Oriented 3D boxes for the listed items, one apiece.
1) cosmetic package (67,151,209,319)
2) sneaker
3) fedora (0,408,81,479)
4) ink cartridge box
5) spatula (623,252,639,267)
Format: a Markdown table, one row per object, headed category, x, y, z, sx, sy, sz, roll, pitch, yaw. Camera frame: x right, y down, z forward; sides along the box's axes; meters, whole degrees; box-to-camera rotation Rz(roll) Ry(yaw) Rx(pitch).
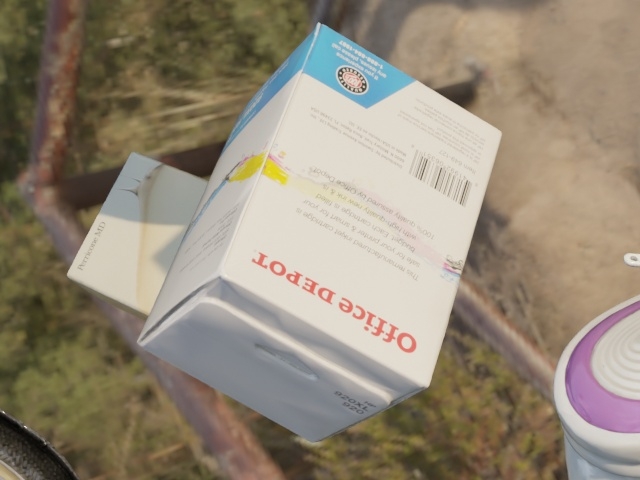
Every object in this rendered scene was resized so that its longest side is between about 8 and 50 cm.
| category | x | y | z | sx | sy | sz | roll | pitch | yaw |
| --- | --- | --- | --- | --- | --- | --- | --- | --- | --- |
| cosmetic package | -0.088 | 0.039 | 1.434 | 0.309 | 0.113 | 0.160 | 21 | 80 | 25 |
| sneaker | 0.255 | 0.068 | 0.719 | 0.114 | 0.305 | 0.152 | -124 | 20 | -49 |
| fedora | -0.334 | 0.271 | 1.080 | 0.152 | 0.334 | 0.334 | -157 | 52 | -83 |
| ink cartridge box | 0.000 | 0.000 | 1.039 | 0.171 | 0.232 | 0.168 | 30 | 147 | -14 |
| spatula | 0.439 | 0.069 | 1.407 | 0.168 | 0.242 | 0.019 | -90 | 6 | -47 |
